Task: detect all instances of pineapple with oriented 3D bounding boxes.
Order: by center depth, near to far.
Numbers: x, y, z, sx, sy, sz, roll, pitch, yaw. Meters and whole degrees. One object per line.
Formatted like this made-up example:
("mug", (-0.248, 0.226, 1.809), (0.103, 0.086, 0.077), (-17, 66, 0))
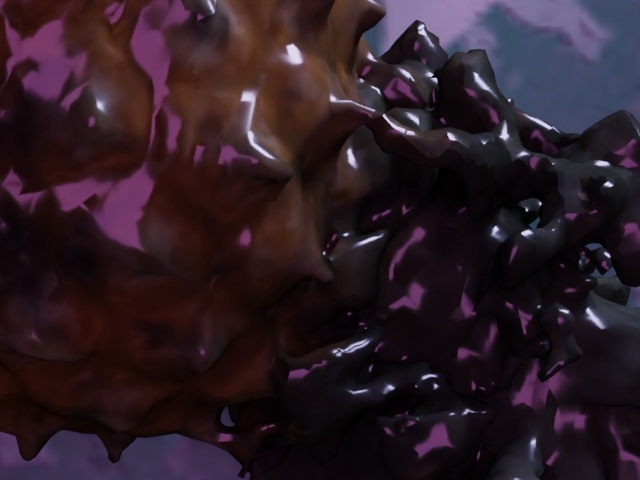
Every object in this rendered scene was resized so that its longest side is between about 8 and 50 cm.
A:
("pineapple", (0.000, 0.000, 0.371), (0.340, 0.169, 0.169), (26, 86, -4))
